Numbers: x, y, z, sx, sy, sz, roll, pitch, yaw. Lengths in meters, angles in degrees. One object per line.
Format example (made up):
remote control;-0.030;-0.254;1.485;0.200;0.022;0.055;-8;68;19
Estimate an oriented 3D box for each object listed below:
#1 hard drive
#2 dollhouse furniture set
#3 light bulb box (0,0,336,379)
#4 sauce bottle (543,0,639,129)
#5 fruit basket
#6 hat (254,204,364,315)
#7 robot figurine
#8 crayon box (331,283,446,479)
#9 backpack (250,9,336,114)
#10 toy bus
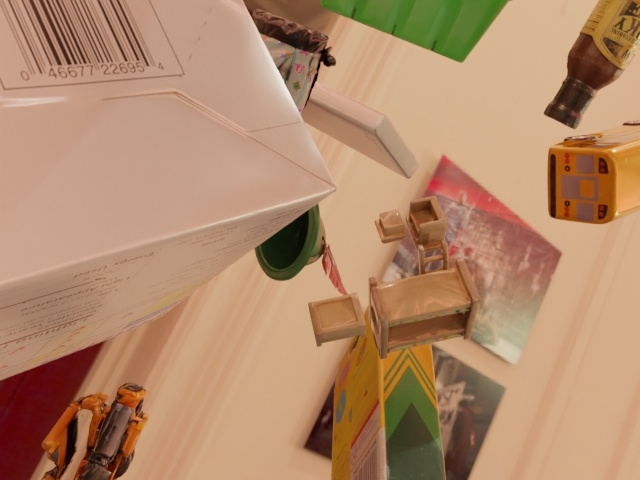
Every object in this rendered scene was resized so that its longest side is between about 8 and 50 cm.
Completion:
hard drive;0.027;-0.262;1.312;0.353;0.047;0.233;33;-1;30
dollhouse furniture set;0.071;0.050;0.745;0.182;0.161;0.101;-11;-37;-4
light bulb box;-0.252;-0.027;0.540;0.361;0.358;0.225;-32;-99;45
sauce bottle;0.537;-0.373;1.151;0.111;0.344;0.111;22;21;-9
fruit basket;0.198;-0.566;1.167;0.392;0.392;0.283;28;21;-7
hat;0.000;0.000;1.117;0.184;0.208;0.173;8;19;-40
robot figurine;-0.260;0.278;0.626;0.085;0.291;0.211;24;-14;-8
crayon box;0.081;0.240;0.842;0.081;0.318;0.202;15;-51;-9
backpack;-0.079;-0.238;0.926;0.115;0.182;0.152;5;24;-46
toy bus;0.472;-0.115;0.953;0.333;0.108;0.130;-17;17;-35
